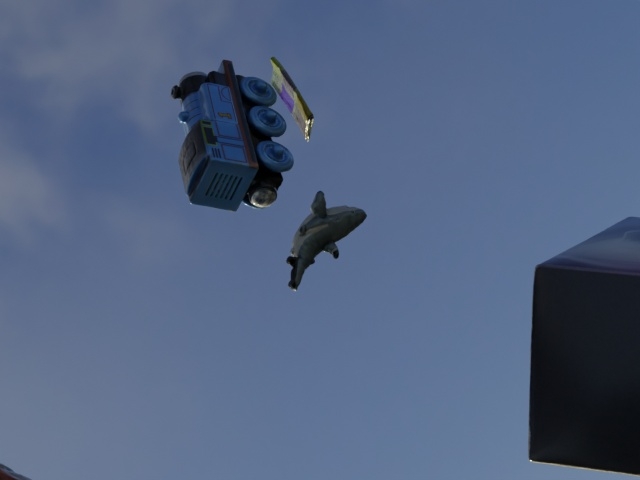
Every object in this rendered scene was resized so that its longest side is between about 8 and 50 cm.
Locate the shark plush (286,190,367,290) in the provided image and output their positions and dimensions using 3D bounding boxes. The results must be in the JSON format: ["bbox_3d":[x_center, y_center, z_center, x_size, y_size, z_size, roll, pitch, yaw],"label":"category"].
[{"bbox_3d":[0.000,0.000,2.550,0.161,0.067,0.073,-52,-19,-51],"label":"shark plush"}]

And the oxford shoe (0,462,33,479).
[{"bbox_3d":[-0.190,0.253,1.430,0.140,0.397,0.146,-54,-42,-3],"label":"oxford shoe"}]

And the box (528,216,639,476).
[{"bbox_3d":[0.362,0.091,1.686,0.294,0.296,0.183,-22,-66,-65],"label":"box"}]

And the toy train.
[{"bbox_3d":[-0.093,-0.107,1.987,0.105,0.184,0.080,11,-48,-26],"label":"toy train"}]

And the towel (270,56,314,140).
[{"bbox_3d":[-0.030,-0.147,2.043,0.009,0.083,0.060,-28,-15,-12],"label":"towel"}]
